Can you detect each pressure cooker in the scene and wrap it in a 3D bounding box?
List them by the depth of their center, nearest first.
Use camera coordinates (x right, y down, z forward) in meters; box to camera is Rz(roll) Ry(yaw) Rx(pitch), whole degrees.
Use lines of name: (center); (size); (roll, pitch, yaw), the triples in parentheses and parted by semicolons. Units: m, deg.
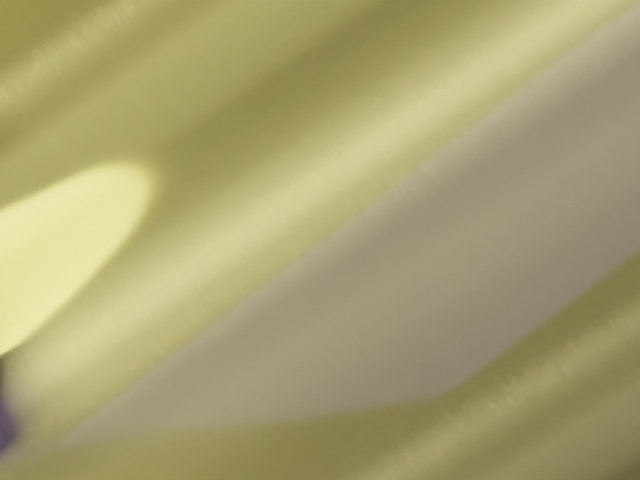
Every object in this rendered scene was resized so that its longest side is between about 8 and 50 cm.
pressure cooker: (-0.002, -0.005, 0.628); (0.420, 0.375, 0.370); (-33, 123, 12)
